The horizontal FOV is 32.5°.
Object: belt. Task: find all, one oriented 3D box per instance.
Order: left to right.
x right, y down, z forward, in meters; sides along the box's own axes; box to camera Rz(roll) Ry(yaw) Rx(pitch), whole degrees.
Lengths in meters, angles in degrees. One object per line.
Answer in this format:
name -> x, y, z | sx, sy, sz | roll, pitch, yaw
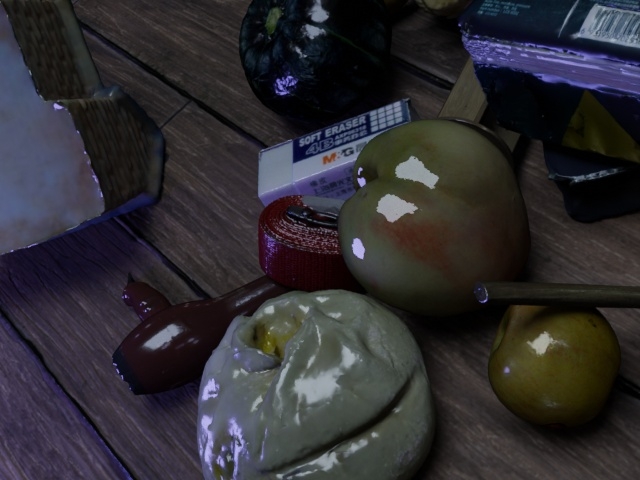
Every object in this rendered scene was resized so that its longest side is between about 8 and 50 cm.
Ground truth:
belt -> 0.000, 0.000, 1.720 | 0.201, 0.124, 0.128 | 10, 47, 9

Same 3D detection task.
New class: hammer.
hammer -> 0.353, 0.073, 1.383 | 0.366, 0.043, 0.111 | 3, 38, -26

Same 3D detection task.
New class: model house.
model house -> -0.555, -0.216, 2.090 | 0.395, 0.445, 0.400 | -20, 6, 20

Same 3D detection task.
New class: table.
table -> 0.267, -0.208, 1.772 | 0.167, 0.167, 0.226 | 4, 49, 33

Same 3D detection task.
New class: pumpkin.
pumpkin -> 0.002, -0.359, 1.997 | 0.315, 0.238, 0.315 | -28, 49, 37

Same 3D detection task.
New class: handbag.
handbag -> 0.489, -0.204, 1.657 | 0.303, 0.122, 0.329 | -15, 47, 20

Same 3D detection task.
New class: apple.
apple -> 0.303, 0.154, 1.424 | 0.155, 0.182, 0.182 | 20, 60, 5

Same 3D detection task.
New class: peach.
peach -> 0.168, -0.027, 1.574 | 0.292, 0.247, 0.292 | 12, 51, -16

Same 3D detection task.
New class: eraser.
eraser -> 0.038, -0.136, 1.884 | 0.287, 0.086, 0.130 | -18, 44, 16

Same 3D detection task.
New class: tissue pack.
tissue pack -> 0.430, -0.264, 1.474 | 0.417, 0.253, 0.264 | 21, 66, 42

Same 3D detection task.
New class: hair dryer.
hair dryer -> -0.231, 0.102, 1.845 | 0.313, 0.123, 0.340 | -32, 32, -13

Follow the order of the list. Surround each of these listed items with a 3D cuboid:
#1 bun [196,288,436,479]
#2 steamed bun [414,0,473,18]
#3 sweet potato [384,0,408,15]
bun -> -0.023, 0.216, 1.518 | 0.365, 0.219, 0.365 | -18, 48, 20
steamed bun -> 0.302, -0.495, 1.963 | 0.295, 0.137, 0.292 | -42, 11, 16
sweet potato -> 0.115, -0.485, 2.115 | 0.346, 0.079, 0.108 | -32, 74, 30
